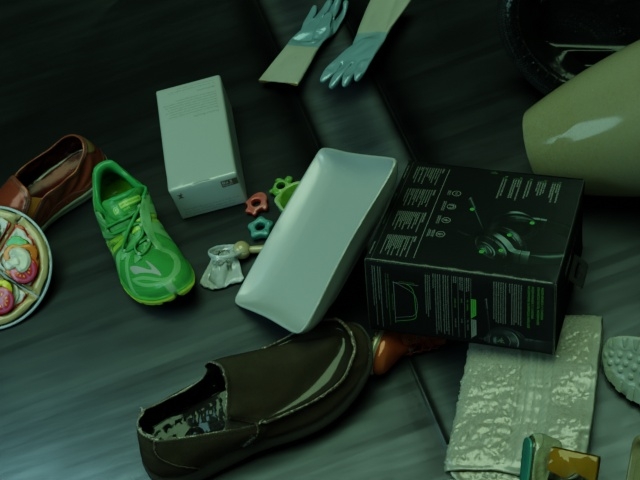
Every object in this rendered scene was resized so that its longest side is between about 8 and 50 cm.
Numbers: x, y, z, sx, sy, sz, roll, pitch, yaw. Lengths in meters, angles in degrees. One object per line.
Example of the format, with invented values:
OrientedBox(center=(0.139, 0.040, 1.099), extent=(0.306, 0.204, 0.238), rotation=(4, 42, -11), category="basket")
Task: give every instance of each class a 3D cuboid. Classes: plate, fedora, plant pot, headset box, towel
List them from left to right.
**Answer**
OrientedBox(center=(0.000, 0.000, 1.966), extent=(0.278, 0.045, 0.277), rotation=(-61, 24, -5), category="plate")
OrientedBox(center=(0.231, 0.018, 1.903), extent=(0.283, 0.131, 0.246), rotation=(6, 39, 16), category="headset box")
OrientedBox(center=(0.278, 0.214, 1.837), extent=(0.187, 0.049, 0.282), rotation=(3, 54, 16), category="towel")
OrientedBox(center=(0.454, -0.361, 2.136), extent=(0.334, 0.334, 0.152), rotation=(5, 22, 19), category="fedora")
OrientedBox(center=(0.446, -0.166, 1.983), extent=(0.274, 0.256, 0.256), rotation=(-15, 49, 26), category="plant pot")

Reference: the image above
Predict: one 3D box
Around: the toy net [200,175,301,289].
OrientedBox(center=(-0.109, -0.019, 2.124), extent=(0.232, 0.045, 0.122), rotation=(-40, 54, -15), category="toy net")

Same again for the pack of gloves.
OrientedBox(center=(0.032, -0.333, 2.342), extent=(0.195, 0.046, 0.232), rotation=(8, 52, 35), category="pack of gloves")

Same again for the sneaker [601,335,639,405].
OrientedBox(center=(0.486, 0.176, 1.796), extent=(0.235, 0.090, 0.095), rotation=(17, 23, 39), category="sneaker")

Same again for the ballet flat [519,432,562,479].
OrientedBox(center=(0.273, 0.329, 1.717), extent=(0.052, 0.057, 0.168), rotation=(11, 93, -12), category="ballet flat")

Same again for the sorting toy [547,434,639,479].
OrientedBox(center=(0.413, 0.353, 1.624), extent=(0.307, 0.041, 0.229), rotation=(9, 89, 22), category="sorting toy")

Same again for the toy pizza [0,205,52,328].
OrientedBox(center=(-0.524, 0.042, 2.142), extent=(0.201, 0.032, 0.201), rotation=(-1, 80, 5), category="toy pizza")

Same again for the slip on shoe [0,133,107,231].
OrientedBox(center=(-0.494, -0.058, 2.224), extent=(0.331, 0.101, 0.123), rotation=(-40, 55, -14), category="slip on shoe")

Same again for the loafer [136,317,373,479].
OrientedBox(center=(-0.094, 0.217, 1.868), extent=(0.366, 0.130, 0.134), rotation=(-32, 52, -3), category="loafer")

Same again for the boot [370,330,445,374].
OrientedBox(center=(0.130, 0.139, 1.931), extent=(0.085, 0.059, 0.158), rotation=(29, 64, 26), category="boot")

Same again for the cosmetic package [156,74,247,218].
OrientedBox(center=(-0.196, -0.156, 2.229), extent=(0.117, 0.085, 0.231), rotation=(-14, 53, 5), category="cosmetic package")

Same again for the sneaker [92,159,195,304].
OrientedBox(center=(-0.294, -0.012, 2.119), extent=(0.109, 0.123, 0.295), rotation=(-31, 52, -9), category="sneaker")
